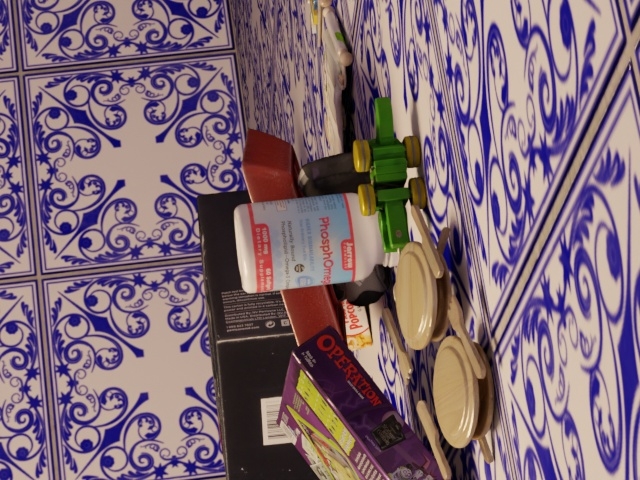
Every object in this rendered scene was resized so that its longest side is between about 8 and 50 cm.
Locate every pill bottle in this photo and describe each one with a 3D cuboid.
[{"bbox_3d":[0.000,0.000,1.739,0.087,0.160,0.087,173,90,-85],"label":"pill bottle"}]

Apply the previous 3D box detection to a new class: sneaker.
[{"bbox_3d":[0.037,-0.003,1.851,0.229,0.086,0.132,65,-168,-74],"label":"sneaker"}]

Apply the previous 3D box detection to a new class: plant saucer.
[{"bbox_3d":[-0.022,0.014,1.920,0.259,0.047,0.258,-97,-10,-78],"label":"plant saucer"}]

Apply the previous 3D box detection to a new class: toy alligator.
[{"bbox_3d":[0.063,-0.030,1.591,0.051,0.056,0.190,126,137,-82],"label":"toy alligator"}]

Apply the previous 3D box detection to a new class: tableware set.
[{"bbox_3d":[0.102,0.080,1.418,0.194,0.039,0.128,-110,25,-45],"label":"tableware set"}]

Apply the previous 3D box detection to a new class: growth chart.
[{"bbox_3d":[0.019,-0.153,2.108,0.172,0.021,0.237,-103,8,-54],"label":"growth chart"}]

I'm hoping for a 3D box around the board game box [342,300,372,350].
[{"bbox_3d":[0.013,0.022,2.153,0.147,0.045,0.194,-120,17,-77],"label":"board game box"}]

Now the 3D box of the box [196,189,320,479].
[{"bbox_3d":[-0.069,0.151,2.594,0.312,0.179,0.343,-101,7,-49],"label":"box"}]

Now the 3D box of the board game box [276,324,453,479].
[{"bbox_3d":[0.043,0.206,1.658,0.208,0.056,0.347,56,168,11],"label":"board game box"}]

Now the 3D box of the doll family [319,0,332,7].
[{"bbox_3d":[-0.004,-0.367,1.760,0.263,0.118,0.163,66,170,-6],"label":"doll family"}]

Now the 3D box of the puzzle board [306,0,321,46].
[{"bbox_3d":[-0.012,-0.324,2.295,0.096,0.011,0.128,92,170,-59],"label":"puzzle board"}]
